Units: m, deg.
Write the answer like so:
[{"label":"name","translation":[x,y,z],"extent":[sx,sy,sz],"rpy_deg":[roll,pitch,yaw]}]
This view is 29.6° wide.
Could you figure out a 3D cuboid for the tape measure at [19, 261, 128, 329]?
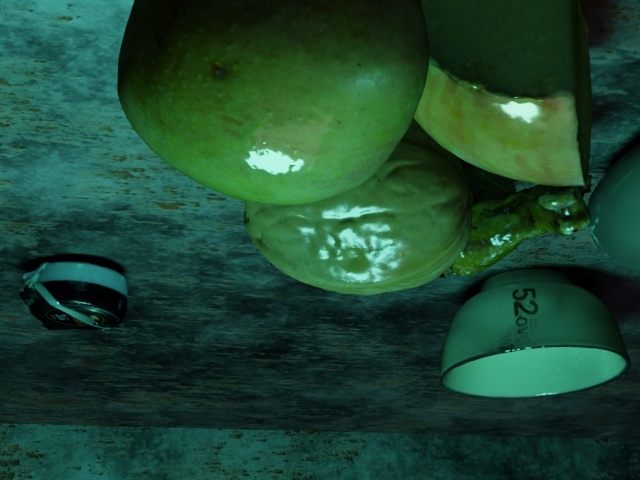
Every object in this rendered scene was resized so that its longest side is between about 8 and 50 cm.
[{"label":"tape measure","translation":[-0.435,0.099,2.173],"extent":[0.181,0.107,0.182],"rpy_deg":[0,158,4]}]

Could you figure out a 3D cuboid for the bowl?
[{"label":"bowl","translation":[0.397,0.168,2.290],"extent":[0.354,0.185,0.354],"rpy_deg":[-2,158,-1]}]

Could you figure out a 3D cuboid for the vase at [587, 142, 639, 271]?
[{"label":"vase","translation":[0.494,-0.095,1.691],"extent":[0.173,0.173,0.321],"rpy_deg":[0,153,-4]}]

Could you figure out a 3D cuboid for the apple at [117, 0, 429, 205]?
[{"label":"apple","translation":[-0.058,-0.191,1.214],"extent":[0.277,0.319,0.319],"rpy_deg":[4,158,-20]}]

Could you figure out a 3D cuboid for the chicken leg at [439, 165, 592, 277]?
[{"label":"chicken leg","translation":[0.262,-0.043,1.756],"extent":[0.361,0.211,0.140],"rpy_deg":[-20,126,44]}]

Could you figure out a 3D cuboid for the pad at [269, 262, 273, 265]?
[{"label":"pad","translation":[0.000,0.000,2.088],"extent":[0.170,0.006,0.245],"rpy_deg":[-1,159,-6]}]

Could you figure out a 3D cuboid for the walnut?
[{"label":"walnut","translation":[0.046,-0.053,1.636],"extent":[0.313,0.252,0.277],"rpy_deg":[-5,171,15]}]

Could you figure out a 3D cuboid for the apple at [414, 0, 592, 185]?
[{"label":"apple","translation":[0.212,-0.199,1.366],"extent":[0.252,0.314,0.309],"rpy_deg":[-44,157,-8]}]
